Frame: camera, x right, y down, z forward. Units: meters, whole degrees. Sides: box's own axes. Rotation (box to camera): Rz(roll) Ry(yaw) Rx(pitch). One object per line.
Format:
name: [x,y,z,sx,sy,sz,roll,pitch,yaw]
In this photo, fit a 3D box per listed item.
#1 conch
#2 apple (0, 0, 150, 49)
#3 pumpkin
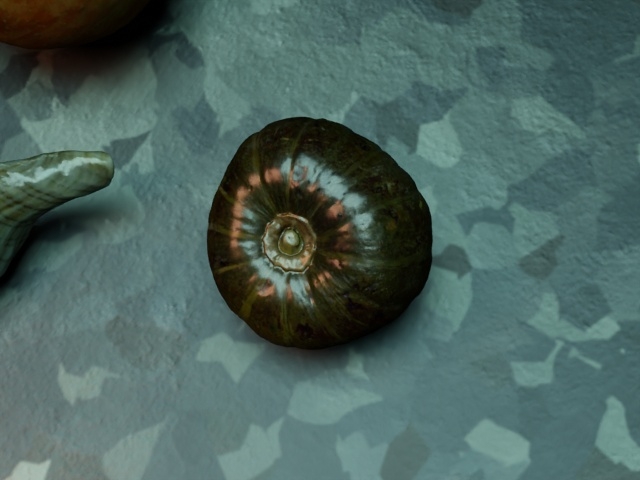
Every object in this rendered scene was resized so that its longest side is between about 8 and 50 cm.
conch: [-0.392,-0.003,1.154,0.386,0.203,0.170,-1,41,6]
apple: [-0.302,-0.330,1.226,0.309,0.277,0.250,35,117,30]
pumpkin: [0.000,0.000,1.144,0.218,0.162,0.219,2,97,12]
